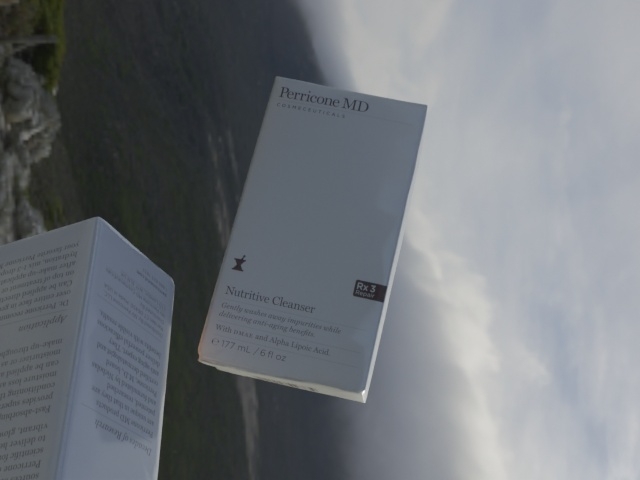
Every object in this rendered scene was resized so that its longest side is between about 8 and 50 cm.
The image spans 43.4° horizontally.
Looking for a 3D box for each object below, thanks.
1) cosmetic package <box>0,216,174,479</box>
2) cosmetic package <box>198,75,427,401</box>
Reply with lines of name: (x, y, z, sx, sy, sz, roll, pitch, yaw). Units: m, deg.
cosmetic package: (-0.298, 0.222, 0.816, 0.161, 0.230, 0.453, 52, 30, -50)
cosmetic package: (0.000, 0.000, 1.058, 0.156, 0.217, 0.384, 75, 26, -75)
